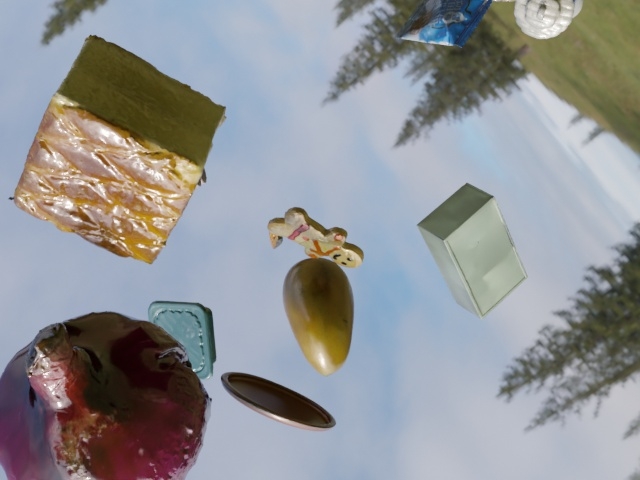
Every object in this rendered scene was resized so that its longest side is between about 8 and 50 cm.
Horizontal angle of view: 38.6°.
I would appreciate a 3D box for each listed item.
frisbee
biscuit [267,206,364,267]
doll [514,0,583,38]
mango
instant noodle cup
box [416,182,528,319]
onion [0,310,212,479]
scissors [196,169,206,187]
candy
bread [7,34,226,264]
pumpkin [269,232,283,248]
[{"bbox_3d":[-0.086,0.324,1.835,0.250,0.021,0.251,22,-176,-1],"label":"frisbee"},{"bbox_3d":[0.000,0.000,2.120,0.234,0.153,0.030,32,-121,-21],"label":"biscuit"},{"bbox_3d":[0.471,-0.486,1.867,0.119,0.138,0.293,31,-149,7],"label":"doll"},{"bbox_3d":[-0.001,0.179,2.252,0.211,0.172,0.317,66,-168,-48],"label":"mango"},{"bbox_3d":[-0.298,0.217,2.034,0.070,0.157,0.179,-20,-72,-62],"label":"instant noodle cup"},{"bbox_3d":[0.290,0.021,1.728,0.086,0.129,0.225,35,161,51],"label":"box"},{"bbox_3d":[-0.409,0.284,1.577,0.398,0.398,0.420,58,177,26],"label":"onion"},{"bbox_3d":[-0.309,-0.237,2.058,0.118,0.030,0.242,-64,-43,-77],"label":"scissors"},{"bbox_3d":[0.174,-0.313,1.287,0.038,0.088,0.136,37,171,-40],"label":"candy"},{"bbox_3d":[-0.336,-0.142,1.533,0.279,0.279,0.207,29,-139,-14],"label":"bread"},{"bbox_3d":[-0.110,-0.011,2.344,0.083,0.028,0.050,115,140,-67],"label":"pumpkin"}]
